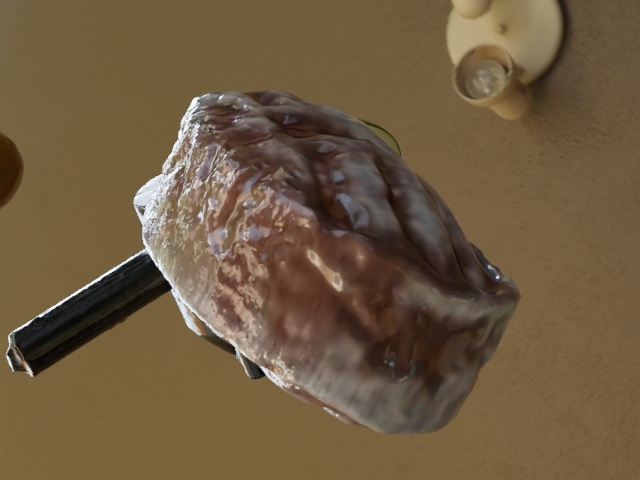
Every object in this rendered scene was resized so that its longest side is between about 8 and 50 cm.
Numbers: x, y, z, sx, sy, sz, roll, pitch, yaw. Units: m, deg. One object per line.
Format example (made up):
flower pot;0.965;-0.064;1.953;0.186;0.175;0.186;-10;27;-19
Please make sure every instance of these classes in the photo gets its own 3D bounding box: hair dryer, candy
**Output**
hair dryer;-0.188;0.087;0.981;0.116;0.302;0.244;21;-44;50
candy;0.000;0.000;0.585;0.289;0.214;0.157;44;-68;50

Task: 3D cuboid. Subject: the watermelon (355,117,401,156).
watermelon;0.032;-0.140;1.248;0.069;0.163;0.087;-110;-158;-52

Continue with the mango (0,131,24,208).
mango;-0.370;-0.059;0.830;0.102;0.184;0.085;58;-38;22
